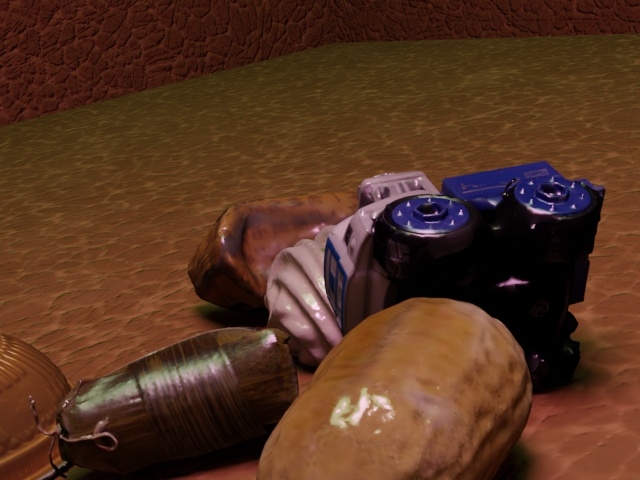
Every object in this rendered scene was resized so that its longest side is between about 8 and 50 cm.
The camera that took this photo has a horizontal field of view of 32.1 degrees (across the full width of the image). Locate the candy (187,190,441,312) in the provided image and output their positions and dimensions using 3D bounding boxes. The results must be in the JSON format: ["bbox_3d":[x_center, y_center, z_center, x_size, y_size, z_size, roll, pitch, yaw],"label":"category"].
[{"bbox_3d":[0.000,0.000,1.113,0.271,0.101,0.143,-15,-10,-27],"label":"candy"}]

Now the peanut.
[{"bbox_3d":[0.046,0.113,0.675,0.129,0.129,0.224,2,19,32],"label":"peanut"}]

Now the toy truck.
[{"bbox_3d":[0.104,0.010,0.842,0.213,0.161,0.177,-10,36,-16],"label":"toy truck"}]

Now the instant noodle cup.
[{"bbox_3d":[-0.311,0.127,0.872,0.274,0.091,0.274,-8,15,2],"label":"instant noodle cup"}]

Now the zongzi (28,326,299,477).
[{"bbox_3d":[-0.111,0.116,0.849,0.187,0.084,0.184,-14,2,-5],"label":"zongzi"}]

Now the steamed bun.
[{"bbox_3d":[0.033,0.039,0.970,0.182,0.106,0.183,-7,14,2],"label":"steamed bun"}]
